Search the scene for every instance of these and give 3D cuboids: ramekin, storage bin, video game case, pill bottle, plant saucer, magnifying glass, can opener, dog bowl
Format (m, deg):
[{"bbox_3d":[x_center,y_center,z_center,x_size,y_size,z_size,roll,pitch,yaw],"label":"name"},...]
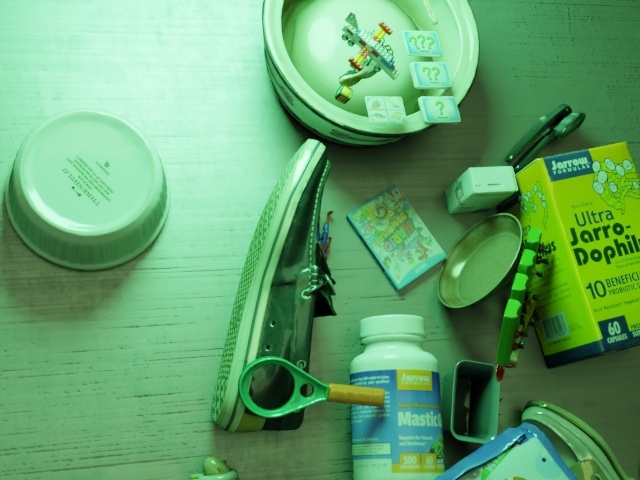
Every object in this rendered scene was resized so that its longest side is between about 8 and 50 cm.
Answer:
[{"bbox_3d":[-0.379,-0.093,1.430,0.272,0.127,0.273,4,74,-14],"label":"ramekin"},{"bbox_3d":[0.258,0.284,1.509,0.098,0.091,0.135,10,73,-12],"label":"storage bin"},{"bbox_3d":[0.140,-0.007,1.601,0.119,0.015,0.166,-33,85,-21],"label":"video game case"},{"bbox_3d":[0.125,0.266,1.446,0.152,0.152,0.272,3,75,-14],"label":"pill bottle"},{"bbox_3d":[0.289,0.043,1.538,0.036,0.198,0.199,36,68,-23],"label":"plant saucer"},{"bbox_3d":[-0.013,0.233,1.342,0.230,0.026,0.092,8,88,-14],"label":"magnifying glass"},{"bbox_3d":[0.435,-0.206,1.712,0.186,0.073,0.059,-36,94,-11],"label":"can opener"},{"bbox_3d":[0.079,-0.357,1.613,0.407,0.150,0.408,4,73,-14],"label":"dog bowl"}]

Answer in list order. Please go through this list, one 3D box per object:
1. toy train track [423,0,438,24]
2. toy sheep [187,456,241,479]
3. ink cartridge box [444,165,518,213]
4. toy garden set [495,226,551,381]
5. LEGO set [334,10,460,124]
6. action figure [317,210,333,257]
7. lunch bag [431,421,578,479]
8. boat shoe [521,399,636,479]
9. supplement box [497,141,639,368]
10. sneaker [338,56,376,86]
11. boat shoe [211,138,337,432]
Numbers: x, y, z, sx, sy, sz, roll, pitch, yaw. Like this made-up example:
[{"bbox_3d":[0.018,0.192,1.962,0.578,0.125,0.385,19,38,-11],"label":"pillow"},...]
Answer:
[{"bbox_3d":[0.195,-0.432,1.578,0.048,0.014,0.083,-17,80,-18],"label":"toy train track"},{"bbox_3d":[-0.162,0.407,1.371,0.091,0.091,0.132,-10,91,-17],"label":"toy sheep"},{"bbox_3d":[0.296,-0.093,1.608,0.088,0.122,0.052,-4,76,-16],"label":"ink cartridge box"},{"bbox_3d":[0.348,0.130,1.483,0.049,0.204,0.244,13,40,16],"label":"toy garden set"},{"bbox_3d":[0.129,-0.290,1.477,0.244,0.060,0.183,-4,75,-28],"label":"LEGO set"},{"bbox_3d":[0.000,0.000,1.557,0.038,0.030,0.115,12,74,-16],"label":"action figure"},{"bbox_3d":[0.283,0.525,1.363,0.327,0.239,0.386,-28,97,-21],"label":"lunch bag"},{"bbox_3d":[0.456,0.411,1.513,0.302,0.113,0.103,45,63,0],"label":"boat shoe"},{"bbox_3d":[0.487,0.029,1.584,0.194,0.195,0.357,-12,78,-17],"label":"supplement box"},{"bbox_3d":[0.060,-0.291,1.496,0.083,0.032,0.037,-27,77,-30],"label":"sneaker"},{"bbox_3d":[-0.049,0.078,1.443,0.155,0.187,0.501,15,78,-12],"label":"boat shoe"}]
